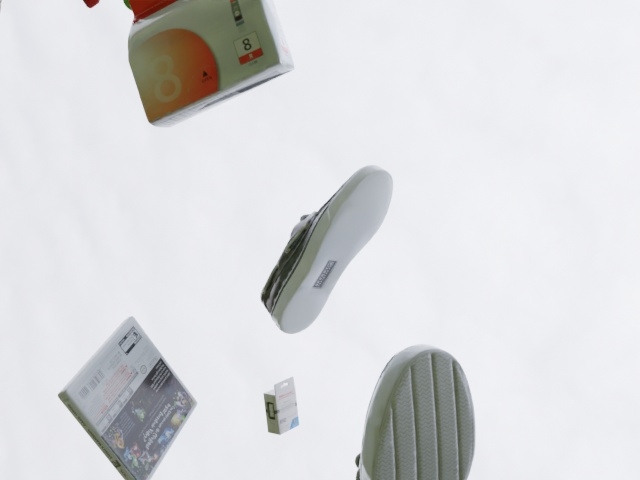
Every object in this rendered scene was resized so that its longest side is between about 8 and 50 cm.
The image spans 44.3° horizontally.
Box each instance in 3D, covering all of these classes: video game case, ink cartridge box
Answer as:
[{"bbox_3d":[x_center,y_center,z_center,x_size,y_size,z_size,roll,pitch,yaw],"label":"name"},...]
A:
[{"bbox_3d":[-0.261,0.223,1.101,0.022,0.190,0.173,-26,-74,25],"label":"video game case"},{"bbox_3d":[-0.063,0.261,1.257,0.028,0.048,0.083,1,-80,40],"label":"ink cartridge box"},{"bbox_3d":[-0.118,-0.214,0.727,0.145,0.045,0.179,-21,-93,20],"label":"ink cartridge box"}]

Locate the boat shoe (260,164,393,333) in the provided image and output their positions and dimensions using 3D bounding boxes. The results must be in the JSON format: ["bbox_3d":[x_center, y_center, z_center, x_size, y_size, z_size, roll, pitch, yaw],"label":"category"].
[{"bbox_3d":[0.000,0.000,1.227,0.102,0.108,0.301,46,-65,39],"label":"boat shoe"}]

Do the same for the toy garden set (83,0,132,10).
[{"bbox_3d":[-0.227,-0.383,0.891,0.049,0.204,0.244,39,-40,29],"label":"toy garden set"}]

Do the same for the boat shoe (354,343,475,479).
[{"bbox_3d":[0.079,0.264,0.834,0.119,0.121,0.335,-153,-115,-66],"label":"boat shoe"}]
